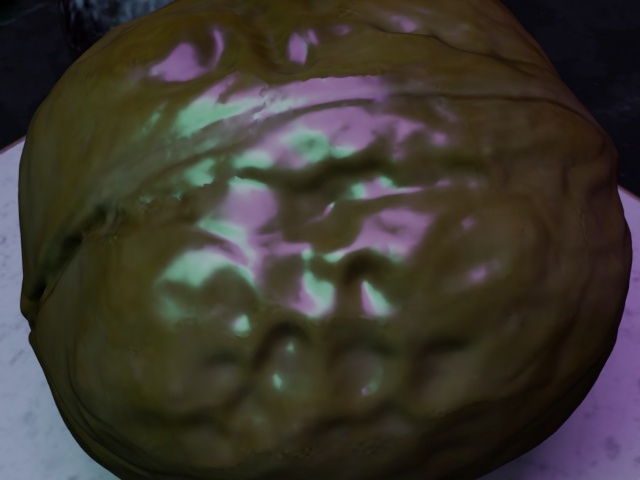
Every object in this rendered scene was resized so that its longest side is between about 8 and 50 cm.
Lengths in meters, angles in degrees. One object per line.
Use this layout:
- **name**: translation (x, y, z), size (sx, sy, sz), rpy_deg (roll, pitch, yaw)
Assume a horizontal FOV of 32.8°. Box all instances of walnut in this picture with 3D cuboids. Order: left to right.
- **walnut**: translation (0.000, 0.000, 0.707), size (0.398, 0.308, 0.354), rpy_deg (-11, 73, 1)

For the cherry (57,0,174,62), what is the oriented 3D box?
- **cherry**: translation (-0.096, -0.211, 0.958), size (0.255, 0.218, 0.296), rpy_deg (-38, 68, -26)
